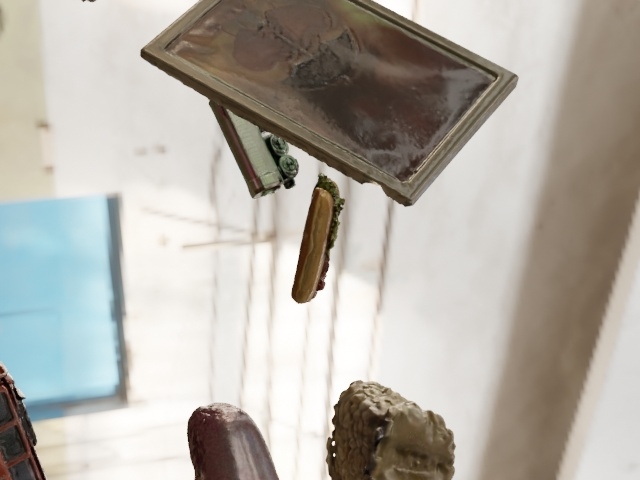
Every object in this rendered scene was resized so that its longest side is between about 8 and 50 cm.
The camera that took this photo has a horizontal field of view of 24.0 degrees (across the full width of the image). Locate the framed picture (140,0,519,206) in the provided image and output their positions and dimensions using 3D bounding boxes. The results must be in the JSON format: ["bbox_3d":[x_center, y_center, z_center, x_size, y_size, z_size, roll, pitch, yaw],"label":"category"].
[{"bbox_3d":[0.011,-0.159,1.394,0.289,0.211,0.020,31,-40,15],"label":"framed picture"}]

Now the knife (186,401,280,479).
[{"bbox_3d":[-0.011,0.210,0.726,0.053,0.123,0.278,-32,-113,58],"label":"knife"}]

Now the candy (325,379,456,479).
[{"bbox_3d":[0.051,0.161,1.153,0.110,0.085,0.095,13,-92,59],"label":"candy"}]

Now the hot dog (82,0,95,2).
[{"bbox_3d":[-0.258,-0.364,1.191,0.267,0.174,0.387,-126,-163,-49],"label":"hot dog"}]

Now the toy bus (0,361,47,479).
[{"bbox_3d":[-0.324,0.224,1.492,0.073,0.096,0.235,33,-39,52],"label":"toy bus"}]

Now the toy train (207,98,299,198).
[{"bbox_3d":[-0.079,-0.124,1.806,0.148,0.071,0.038,65,-25,8],"label":"toy train"}]

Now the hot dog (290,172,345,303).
[{"bbox_3d":[0.000,0.000,0.903,0.037,0.021,0.083,-58,162,-61],"label":"hot dog"}]
